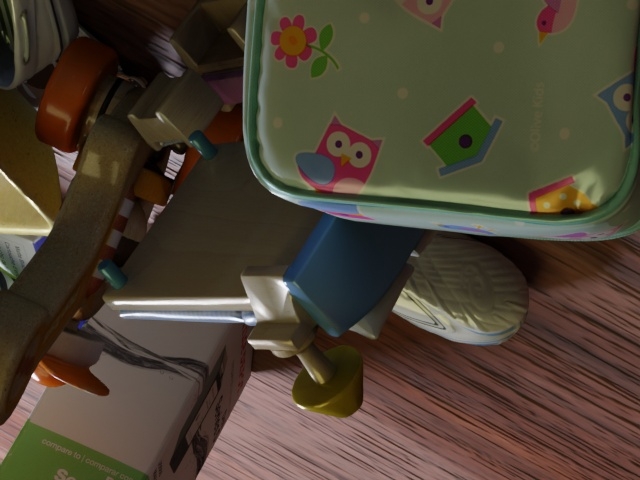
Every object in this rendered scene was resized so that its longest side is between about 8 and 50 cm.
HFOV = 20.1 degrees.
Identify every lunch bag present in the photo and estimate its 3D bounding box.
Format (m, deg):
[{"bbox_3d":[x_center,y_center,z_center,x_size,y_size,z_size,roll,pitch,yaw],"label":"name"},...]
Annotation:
[{"bbox_3d":[0.072,-0.143,0.878,0.224,0.279,0.108,4,176,25],"label":"lunch bag"}]

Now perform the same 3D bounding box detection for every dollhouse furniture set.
[{"bbox_3d":[0.000,0.000,1.121,0.286,0.303,0.198,-4,135,46],"label":"dollhouse furniture set"}]

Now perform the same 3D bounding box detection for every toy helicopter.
[{"bbox_3d":[-0.177,0.028,1.230,0.140,0.355,0.235,24,118,1],"label":"toy helicopter"}]

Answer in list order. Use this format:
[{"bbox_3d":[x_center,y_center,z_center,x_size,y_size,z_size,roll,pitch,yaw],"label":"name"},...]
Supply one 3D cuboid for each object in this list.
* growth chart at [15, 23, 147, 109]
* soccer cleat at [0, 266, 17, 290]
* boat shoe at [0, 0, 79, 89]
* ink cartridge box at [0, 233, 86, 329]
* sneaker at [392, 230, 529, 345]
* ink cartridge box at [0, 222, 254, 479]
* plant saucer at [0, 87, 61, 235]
[{"bbox_3d":[-0.229,-0.150,1.390,0.237,0.021,0.172,40,150,-15],"label":"growth chart"},{"bbox_3d":[-0.297,0.052,1.612,0.179,0.072,0.060,41,147,-15],"label":"soccer cleat"},{"bbox_3d":[-0.228,-0.203,1.231,0.083,0.076,0.226,5,134,33],"label":"boat shoe"},{"bbox_3d":[-0.275,0.037,1.690,0.224,0.045,0.223,18,148,20],"label":"ink cartridge box"},{"bbox_3d":[0.042,0.005,1.318,0.237,0.085,0.086,32,158,4],"label":"sneaker"},{"bbox_3d":[-0.160,0.154,1.535,0.115,0.273,0.198,23,150,9],"label":"ink cartridge box"},{"bbox_3d":[-0.374,-0.145,1.444,0.333,0.081,0.332,3,141,50],"label":"plant saucer"}]
